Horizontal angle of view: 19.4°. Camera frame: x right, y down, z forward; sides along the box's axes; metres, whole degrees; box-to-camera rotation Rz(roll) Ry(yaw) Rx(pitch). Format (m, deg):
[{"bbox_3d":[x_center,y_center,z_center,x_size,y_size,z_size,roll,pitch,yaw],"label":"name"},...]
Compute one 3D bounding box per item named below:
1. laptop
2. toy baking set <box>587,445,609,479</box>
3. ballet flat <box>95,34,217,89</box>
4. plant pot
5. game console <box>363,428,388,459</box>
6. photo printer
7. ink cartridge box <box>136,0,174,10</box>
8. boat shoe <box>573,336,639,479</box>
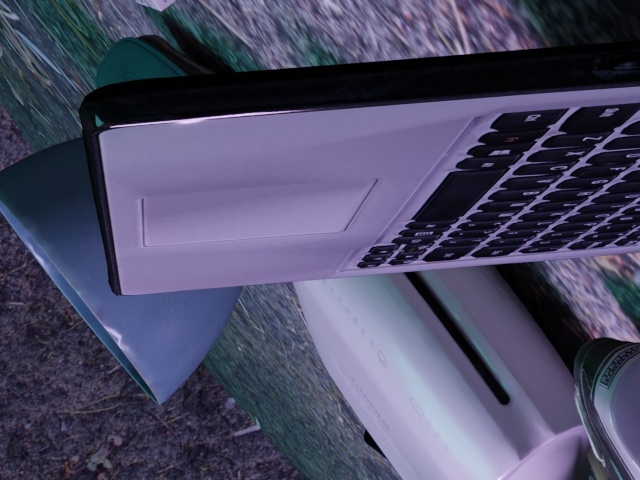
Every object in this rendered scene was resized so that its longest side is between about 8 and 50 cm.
[{"bbox_3d":[0.132,0.080,0.676,0.382,0.408,0.236,120,145,-80],"label":"laptop"},{"bbox_3d":[0.242,0.231,1.126,0.197,0.030,0.256,42,-162,-26],"label":"toy baking set"},{"bbox_3d":[-0.076,-0.079,1.504,0.106,0.107,0.316,33,-170,-39],"label":"ballet flat"},{"bbox_3d":[-0.182,-0.003,1.932,0.290,0.195,0.290,49,170,12],"label":"plant pot"},{"bbox_3d":[0.062,0.127,1.630,0.085,0.124,0.144,26,-179,-22],"label":"game console"},{"bbox_3d":[0.079,0.086,1.267,0.256,0.107,0.307,54,172,20],"label":"photo printer"},{"bbox_3d":[-0.132,-0.205,1.435,0.048,0.028,0.083,55,170,-22],"label":"ink cartridge box"},{"bbox_3d":[0.209,0.146,1.036,0.219,0.078,0.070,62,167,-15],"label":"boat shoe"}]
